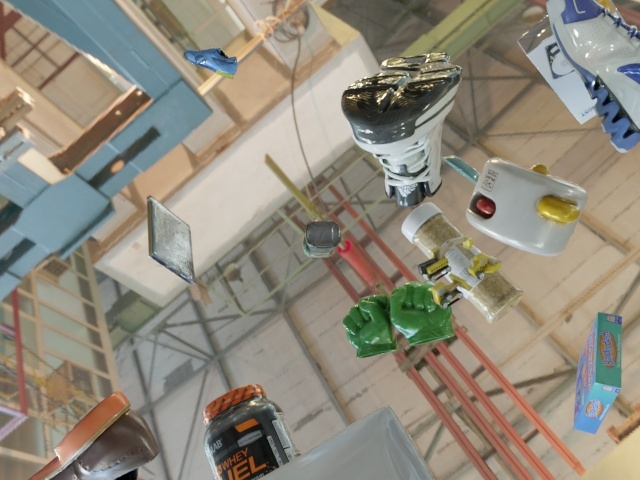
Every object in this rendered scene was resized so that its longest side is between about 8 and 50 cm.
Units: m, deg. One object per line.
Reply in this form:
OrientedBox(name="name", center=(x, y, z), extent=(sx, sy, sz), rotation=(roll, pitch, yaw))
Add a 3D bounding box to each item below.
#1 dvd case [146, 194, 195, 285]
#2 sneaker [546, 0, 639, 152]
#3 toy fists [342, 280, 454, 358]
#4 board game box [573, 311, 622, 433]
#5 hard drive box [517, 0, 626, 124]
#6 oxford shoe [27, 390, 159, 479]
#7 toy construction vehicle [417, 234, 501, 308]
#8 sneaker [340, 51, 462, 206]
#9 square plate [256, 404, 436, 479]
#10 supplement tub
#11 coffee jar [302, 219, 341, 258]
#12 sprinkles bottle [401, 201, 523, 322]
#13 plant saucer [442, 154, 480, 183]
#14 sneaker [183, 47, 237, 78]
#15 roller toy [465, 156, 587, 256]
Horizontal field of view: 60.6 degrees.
OrientedBox(name="dvd case", center=(-0.399, -0.002, 1.466), extent=(0.018, 0.164, 0.221), rotation=(-31, -133, 13))
OrientedBox(name="sneaker", center=(0.546, -0.330, 0.956), extent=(0.182, 0.316, 0.127), rotation=(-27, -170, 39))
OrientedBox(name="toy fists", center=(0.172, 0.180, 1.275), extent=(0.279, 0.096, 0.143), rotation=(-24, -111, 34))
OrientedBox(name="board game box", center=(0.555, 0.269, 1.101), extent=(0.047, 0.210, 0.160), rotation=(10, -129, 19))
OrientedBox(name="hard drive box", center=(0.575, -0.400, 1.187), extent=(0.181, 0.232, 0.089), rotation=(-38, -150, 29))
OrientedBox(name="oxford shoe", center=(-0.293, 0.299, 0.674), extent=(0.271, 0.098, 0.097), rotation=(-47, 177, 30))
OrientedBox(name="toy construction vehicle", center=(0.164, 0.033, 0.677), extent=(0.098, 0.035, 0.086), rotation=(-30, -156, -9))
OrientedBox(name="sneaker", center=(0.159, -0.157, 0.919), extent=(0.168, 0.258, 0.447), rotation=(-1, -156, 18))
OrientedBox(name="square plate", center=(0.036, 0.458, 0.749), extent=(0.347, 0.049, 0.344), rotation=(-28, -127, -8))
OrientedBox(name="supplement tub", center=(-0.146, 0.529, 1.290), extent=(0.207, 0.207, 0.338), rotation=(-35, -117, 8))
OrientedBox(name="coffee jar", center=(0.000, 0.000, 1.535), extent=(0.096, 0.184, 0.079), rotation=(-1, -102, -6))
OrientedBox(name="sprinkles bottle", center=(0.373, 0.054, 1.468), extent=(0.121, 0.121, 0.355), rotation=(-41, -116, 2))
OrientedBox(name="plant saucer", center=(0.334, -0.164, 1.264), extent=(0.021, 0.119, 0.119), rotation=(-53, -135, 12))
OrientedBox(name="sneaker", center=(-0.360, -0.607, 1.816), extent=(0.209, 0.069, 0.082), rotation=(26, -65, 19))
OrientedBox(name="roller toy", center=(0.380, -0.071, 1.015), extent=(0.191, 0.209, 0.146), rotation=(26, -72, 23))
